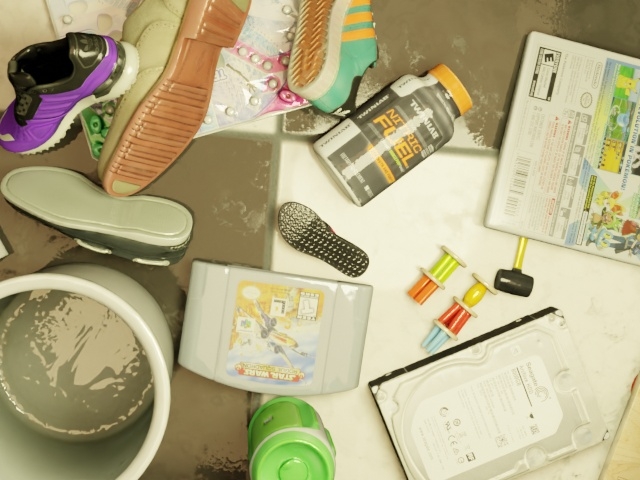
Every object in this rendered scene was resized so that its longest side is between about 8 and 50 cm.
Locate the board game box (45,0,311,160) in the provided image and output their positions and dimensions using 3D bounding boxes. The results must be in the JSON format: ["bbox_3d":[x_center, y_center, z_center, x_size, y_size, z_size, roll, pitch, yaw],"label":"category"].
[{"bbox_3d":[-0.226,-0.358,1.881,0.390,0.050,0.390,-16,94,-3],"label":"board game box"}]

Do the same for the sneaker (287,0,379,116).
[{"bbox_3d":[0.035,-0.334,1.870,0.121,0.108,0.302,34,64,-43],"label":"sneaker"}]

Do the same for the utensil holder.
[{"bbox_3d":[-0.371,0.196,1.736,0.327,0.385,0.328,0,93,-3],"label":"utensil holder"}]

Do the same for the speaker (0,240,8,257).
[{"bbox_3d":[-0.547,-0.023,1.875,0.055,0.055,0.136,-28,95,-2],"label":"speaker"}]

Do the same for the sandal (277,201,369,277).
[{"bbox_3d":[0.000,0.000,1.929,0.179,0.040,0.067,35,96,-20],"label":"sandal"}]

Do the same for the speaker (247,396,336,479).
[{"bbox_3d":[-0.047,0.320,1.810,0.131,0.296,0.131,0,93,-4],"label":"speaker"}]

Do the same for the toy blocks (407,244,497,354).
[{"bbox_3d":[0.196,0.101,1.937,0.123,0.054,0.148,41,90,-6],"label":"toy blocks"}]

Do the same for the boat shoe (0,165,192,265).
[{"bbox_3d":[-0.354,-0.030,1.866,0.302,0.091,0.114,19,48,0],"label":"boat shoe"}]

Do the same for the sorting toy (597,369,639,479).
[{"bbox_3d":[0.606,0.331,1.963,0.257,0.089,0.255,20,92,-5],"label":"sorting toy"}]

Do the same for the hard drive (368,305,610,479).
[{"bbox_3d":[0.276,0.278,1.950,0.339,0.064,0.237,-21,95,-3],"label":"hard drive"}]

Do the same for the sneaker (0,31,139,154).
[{"bbox_3d":[-0.418,-0.230,1.775,0.293,0.146,0.102,-30,64,32],"label":"sneaker"}]

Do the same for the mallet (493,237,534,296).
[{"bbox_3d":[0.324,-0.004,1.953,0.062,0.039,0.190,6,89,-5],"label":"mallet"}]

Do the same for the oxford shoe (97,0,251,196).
[{"bbox_3d":[-0.247,-0.257,1.817,0.146,0.140,0.397,33,97,26],"label":"oxford shoe"}]

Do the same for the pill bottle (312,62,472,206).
[{"bbox_3d":[0.119,-0.174,1.877,0.245,0.130,0.130,-38,95,-1],"label":"pill bottle"}]

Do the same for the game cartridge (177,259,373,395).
[{"bbox_3d":[-0.074,0.148,1.922,0.297,0.062,0.198,8,89,-5],"label":"game cartridge"}]

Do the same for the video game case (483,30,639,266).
[{"bbox_3d":[0.445,-0.145,1.937,0.300,0.036,0.329,14,86,-5],"label":"video game case"}]
